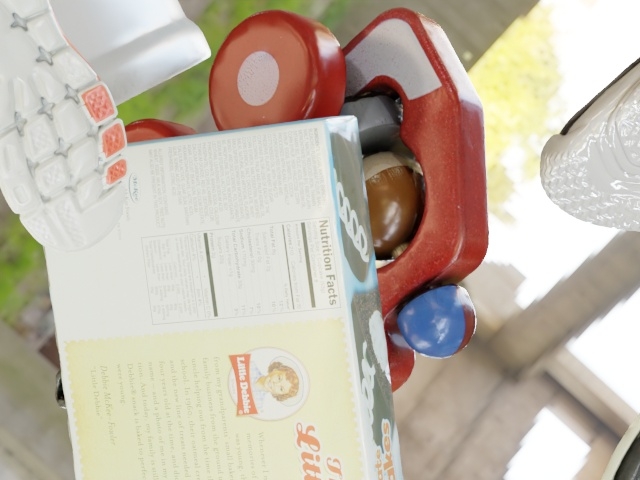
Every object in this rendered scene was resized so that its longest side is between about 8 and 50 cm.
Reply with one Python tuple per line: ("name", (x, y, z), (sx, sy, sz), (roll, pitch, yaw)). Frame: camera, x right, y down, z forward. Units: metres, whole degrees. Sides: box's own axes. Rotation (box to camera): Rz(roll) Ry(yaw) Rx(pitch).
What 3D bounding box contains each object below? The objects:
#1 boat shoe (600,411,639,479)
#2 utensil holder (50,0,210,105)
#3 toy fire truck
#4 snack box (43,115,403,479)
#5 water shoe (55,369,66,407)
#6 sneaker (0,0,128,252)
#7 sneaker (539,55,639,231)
("boat shoe", (0.293, 0.151, 1.291), (0.233, 0.079, 0.084), (-47, 139, -13))
("utensil holder", (-0.318, -0.251, 1.390), (0.327, 0.385, 0.327), (-26, -172, 4))
("toy fire truck", (0.000, 0.000, 1.157), (0.302, 0.254, 0.169), (-38, 153, 28))
("snack box", (-0.053, 0.098, 0.978), (0.187, 0.322, 0.060), (-6, -176, 21))
("water shoe", (-0.143, 0.109, 1.445), (0.203, 0.073, 0.080), (-32, 147, 29))
("sneaker", (-0.131, -0.073, 0.769), (0.061, 0.158, 0.065), (-20, -165, -10))
("sneaker", (0.231, -0.114, 0.877), (0.268, 0.101, 0.153), (-31, -148, 27))
